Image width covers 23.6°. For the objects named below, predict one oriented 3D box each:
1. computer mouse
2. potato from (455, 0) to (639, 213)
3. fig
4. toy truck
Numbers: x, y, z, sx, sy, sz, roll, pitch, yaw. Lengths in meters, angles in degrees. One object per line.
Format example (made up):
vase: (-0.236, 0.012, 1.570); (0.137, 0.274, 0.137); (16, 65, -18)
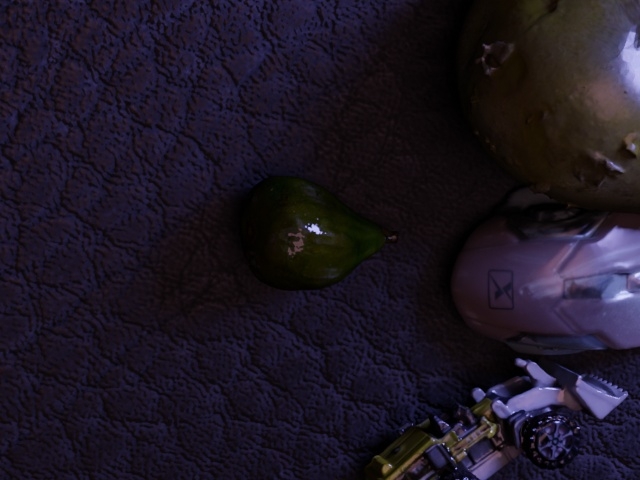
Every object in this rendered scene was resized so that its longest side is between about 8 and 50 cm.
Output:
computer mouse: (0.328, 0.034, 1.641); (0.389, 0.115, 0.200); (-7, 107, -15)
potato: (0.309, -0.140, 1.524); (0.359, 0.219, 0.270); (26, 61, -14)
fig: (0.000, 0.000, 1.547); (0.177, 0.117, 0.117); (9, 99, -41)
toy truck: (0.180, 0.205, 1.621); (0.286, 0.136, 0.111); (-34, 105, -9)
